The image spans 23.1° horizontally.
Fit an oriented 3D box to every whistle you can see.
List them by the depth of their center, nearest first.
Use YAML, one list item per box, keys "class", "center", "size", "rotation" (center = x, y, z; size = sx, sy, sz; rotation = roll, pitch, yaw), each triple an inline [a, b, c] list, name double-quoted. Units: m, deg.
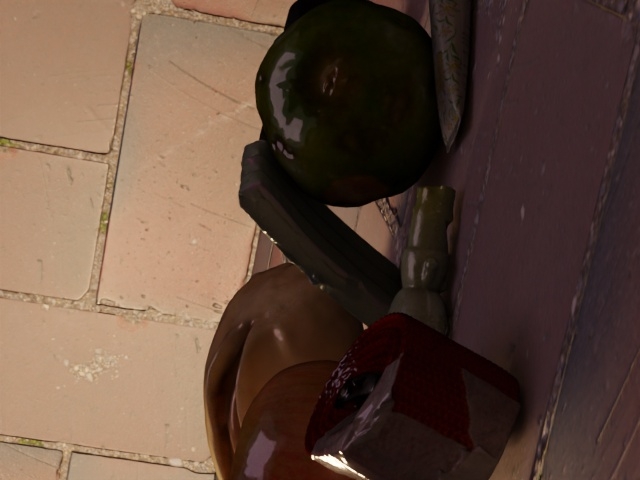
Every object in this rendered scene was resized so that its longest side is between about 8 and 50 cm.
- class: "whistle"
  center: [0.087, 0.046, 1.434]
  size: [0.104, 0.057, 0.198]
  rotation: [160, 117, -81]

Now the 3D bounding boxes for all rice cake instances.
- class: "rice cake"
  center: [0.000, 0.000, 1.606]
  size: [0.043, 0.237, 0.127]
  rotation: [-39, 25, 18]

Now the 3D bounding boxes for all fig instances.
- class: "fig"
  center: [0.044, -0.130, 1.632]
  size: [0.275, 0.206, 0.206]
  rotation: [28, -110, -74]

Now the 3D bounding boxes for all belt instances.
- class: "belt"
  center: [0.074, 0.136, 1.185]
  size: [0.128, 0.124, 0.201]
  rotation: [-63, 8, -13]

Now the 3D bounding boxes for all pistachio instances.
- class: "pistachio"
  center: [-0.037, 0.183, 1.773]
  size: [0.193, 0.214, 0.318]
  rotation: [8, 98, 45]

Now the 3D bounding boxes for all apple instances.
- class: "apple"
  center: [-0.002, 0.218, 1.510]
  size: [0.209, 0.164, 0.209]
  rotation: [18, -90, -89]

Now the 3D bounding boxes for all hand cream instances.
- class: "hand cream"
  center: [0.124, -0.184, 1.508]
  size: [0.067, 0.042, 0.194]
  rotation: [117, 157, -65]

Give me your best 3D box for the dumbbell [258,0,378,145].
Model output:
- class: "dumbbell"
  center: [0.013, -0.171, 1.888]
  size: [0.152, 0.152, 0.218]
  rotation: [-92, 13, -56]
